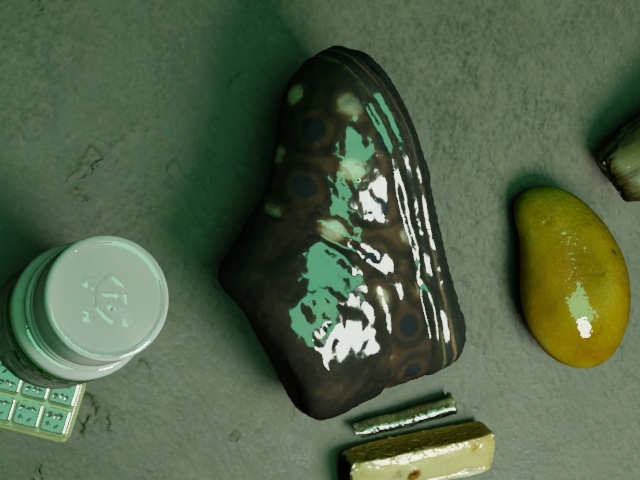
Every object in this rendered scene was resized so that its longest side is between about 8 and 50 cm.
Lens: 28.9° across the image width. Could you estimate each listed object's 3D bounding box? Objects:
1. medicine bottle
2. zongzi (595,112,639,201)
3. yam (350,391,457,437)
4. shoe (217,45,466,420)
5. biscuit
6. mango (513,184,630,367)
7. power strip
[{"bbox_3d":[-0.236,0.071,1.211,0.139,0.237,0.139,5,78,-25],"label":"medicine bottle"},{"bbox_3d":[0.469,-0.119,1.452,0.221,0.242,0.112,-36,110,-17],"label":"zongzi"},{"bbox_3d":[0.096,0.207,1.459,0.129,0.033,0.027,-12,124,-14],"label":"yam"},{"bbox_3d":[0.000,0.000,1.334,0.237,0.171,0.384,-23,108,-21],"label":"shoe"},{"bbox_3d":[0.114,0.258,1.454,0.188,0.052,0.056,-9,109,-17],"label":"biscuit"},{"bbox_3d":[0.298,0.041,1.484,0.136,0.099,0.227,-17,90,-11],"label":"mango"},{"bbox_3d":[-0.335,0.158,1.302,0.169,0.028,0.076,17,88,-19],"label":"power strip"}]
